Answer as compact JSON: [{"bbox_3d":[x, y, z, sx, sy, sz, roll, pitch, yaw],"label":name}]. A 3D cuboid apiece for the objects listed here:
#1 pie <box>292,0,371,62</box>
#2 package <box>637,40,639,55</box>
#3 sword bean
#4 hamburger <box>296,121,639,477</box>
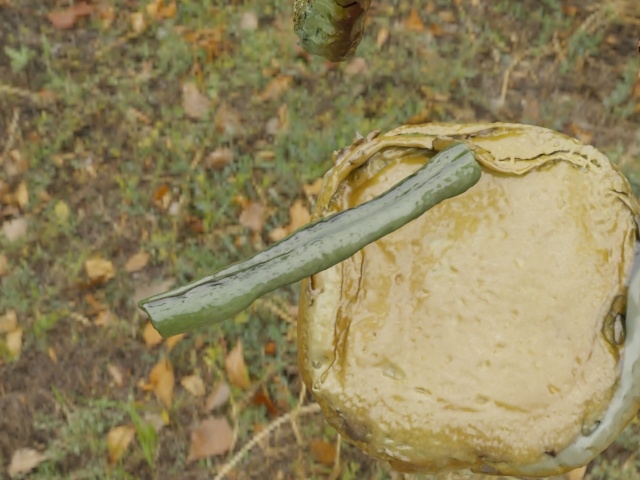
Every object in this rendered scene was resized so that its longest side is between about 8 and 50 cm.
[{"bbox_3d":[0.033,-0.356,1.252,0.102,0.288,0.355,10,37,1],"label":"pie"},{"bbox_3d":[0.237,-0.096,0.705,0.120,0.031,0.108,40,39,-6],"label":"package"},{"bbox_3d":[0.001,0.000,0.839,0.269,0.038,0.043,-27,61,-15],"label":"sword bean"},{"bbox_3d":[0.127,0.048,0.968,0.318,0.319,0.158,10,2,7],"label":"hamburger"}]
